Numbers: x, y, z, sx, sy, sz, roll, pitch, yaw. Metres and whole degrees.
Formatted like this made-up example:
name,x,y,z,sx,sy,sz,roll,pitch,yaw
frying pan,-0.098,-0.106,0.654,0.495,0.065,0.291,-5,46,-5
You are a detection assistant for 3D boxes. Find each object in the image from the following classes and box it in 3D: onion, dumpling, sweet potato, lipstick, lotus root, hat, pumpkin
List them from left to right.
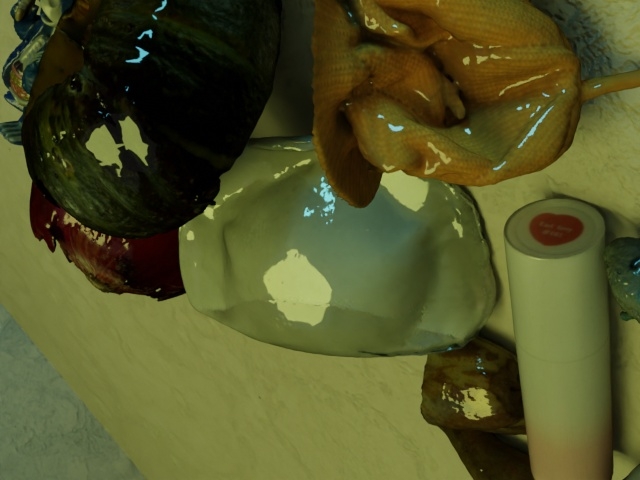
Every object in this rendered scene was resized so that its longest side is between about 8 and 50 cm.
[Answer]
name,x,y,z,sx,sy,sz,roll,pitch,yaw
onion,-0.226,-0.053,1.217,0.276,0.276,0.276,35,147,27
pumpkin,-0.173,-0.152,0.960,0.192,0.320,0.320,25,162,-26
dumpling,-0.003,-0.001,1.027,0.341,0.181,0.260,21,130,41
lotus root,0.177,0.174,1.064,0.135,0.095,0.159,0,129,50
hat,0.133,-0.134,0.738,0.233,0.233,0.244,3,106,17
sweet potato,0.225,0.277,1.138,0.244,0.077,0.077,33,147,41
lipstick,0.232,0.114,0.917,0.087,0.087,0.327,24,141,40

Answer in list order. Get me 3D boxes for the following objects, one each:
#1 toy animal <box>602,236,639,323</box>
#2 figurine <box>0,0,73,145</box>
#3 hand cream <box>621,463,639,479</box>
name,x,y,z,sx,sy,sz,roll,pitch,yaw
toy animal,0.327,0.067,0.733,0.253,0.079,0.070,34,169,37
figurine,-0.380,-0.251,1.353,0.262,0.121,0.164,-45,49,53
hand cream,0.367,0.208,0.852,0.140,0.089,0.314,37,140,10
